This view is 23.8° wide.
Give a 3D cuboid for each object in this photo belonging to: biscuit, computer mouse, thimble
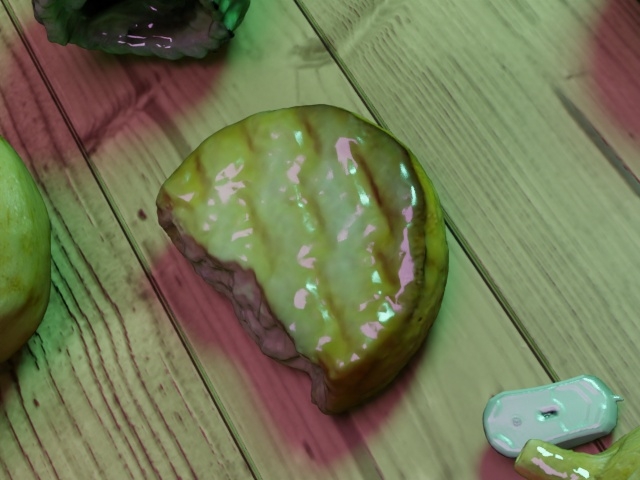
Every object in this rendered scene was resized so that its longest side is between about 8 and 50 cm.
[{"bbox_3d":[0.001,0.001,1.279,0.213,0.091,0.274,-40,58,4],"label":"biscuit"},{"bbox_3d":[0.181,0.139,1.183,0.110,0.032,0.056,-15,63,3],"label":"computer mouse"},{"bbox_3d":[-0.168,-0.262,1.395,0.219,0.219,0.150,-2,67,20],"label":"thimble"}]

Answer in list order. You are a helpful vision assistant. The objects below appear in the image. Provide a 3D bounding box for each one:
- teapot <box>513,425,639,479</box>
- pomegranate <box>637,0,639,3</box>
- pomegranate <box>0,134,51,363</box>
[{"bbox_3d":[0.274,0.213,1.035,0.311,0.167,0.203,22,76,27],"label":"teapot"},{"bbox_3d":[0.341,-0.287,1.202,0.254,0.254,0.271,-18,53,13],"label":"pomegranate"},{"bbox_3d":[-0.373,0.007,1.324,0.307,0.307,0.307,-8,65,17],"label":"pomegranate"}]
